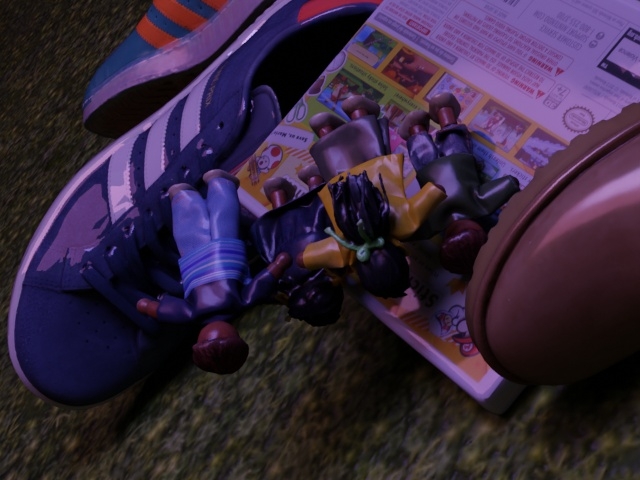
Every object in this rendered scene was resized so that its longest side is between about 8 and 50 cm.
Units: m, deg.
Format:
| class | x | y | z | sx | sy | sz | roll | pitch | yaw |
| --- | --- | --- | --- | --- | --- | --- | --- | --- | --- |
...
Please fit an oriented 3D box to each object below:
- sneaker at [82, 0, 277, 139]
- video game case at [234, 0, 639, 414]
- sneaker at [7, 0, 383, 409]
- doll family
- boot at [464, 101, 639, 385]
| class | x | y | z | sx | sy | sz | roll | pitch | yaw |
| --- | --- | --- | --- | --- | --- | --- | --- | --- | --- |
| sneaker | -0.078 | -0.176 | 1.048 | 0.302 | 0.108 | 0.121 | -27 | 59 | 38 |
| video game case | 0.080 | -0.051 | 0.700 | 0.206 | 0.026 | 0.227 | -50 | 48 | -1 |
| sneaker | -0.063 | -0.029 | 0.851 | 0.350 | 0.131 | 0.148 | -51 | 22 | -4 |
| doll family | 0.000 | 0.000 | 0.662 | 0.193 | 0.076 | 0.111 | -28 | 55 | 25 |
| boot | 0.182 | 0.022 | 0.468 | 0.236 | 0.089 | 0.269 | -45 | 28 | 9 |
